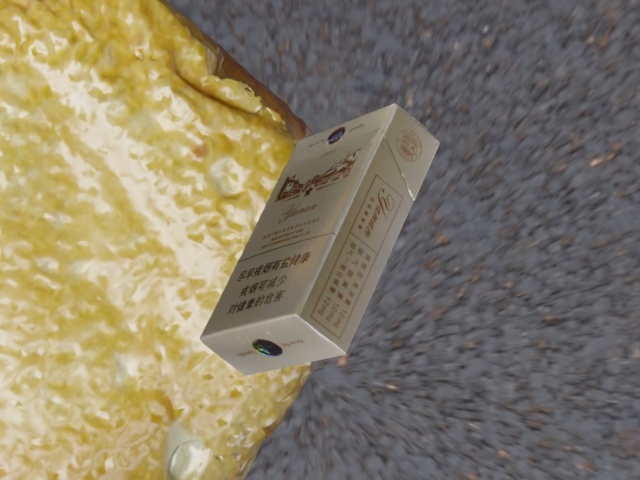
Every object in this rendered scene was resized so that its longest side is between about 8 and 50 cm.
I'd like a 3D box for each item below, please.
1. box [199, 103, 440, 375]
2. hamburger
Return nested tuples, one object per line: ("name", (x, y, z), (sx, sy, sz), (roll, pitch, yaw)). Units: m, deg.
("box", (0.000, 0.000, 0.548), (0.024, 0.053, 0.083), (41, 59, -23))
("hamburger", (-0.153, 0.031, 0.760), (0.314, 0.170, 0.290), (-42, 98, -17))
